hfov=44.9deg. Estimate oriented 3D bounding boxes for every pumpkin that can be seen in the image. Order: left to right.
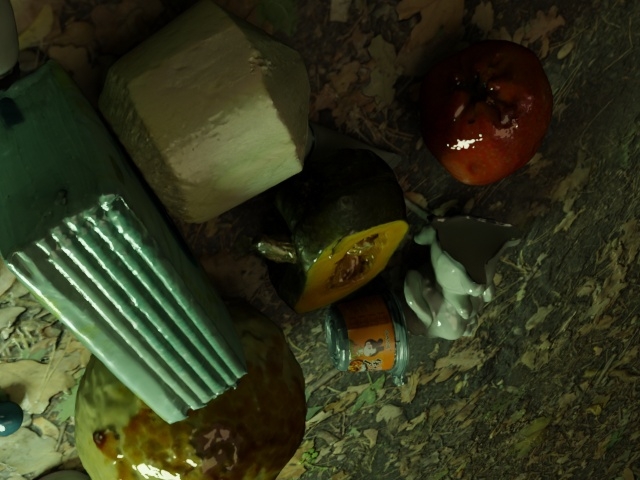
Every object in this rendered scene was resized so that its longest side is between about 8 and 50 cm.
[{"bbox_3d":[0.000,0.000,1.196,0.222,0.139,0.317,-20,161,-24],"label":"pumpkin"}]

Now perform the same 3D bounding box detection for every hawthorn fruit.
[{"bbox_3d":[0.263,-0.184,1.257,0.211,0.211,0.299,-34,150,-7],"label":"hawthorn fruit"}]

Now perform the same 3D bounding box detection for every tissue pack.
[{"bbox_3d":[-0.256,0.015,0.970,0.162,0.287,0.388,-30,139,-5],"label":"tissue pack"}]

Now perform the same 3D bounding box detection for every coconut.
[{"bbox_3d":[-0.125,-0.160,0.954,0.244,0.239,0.239,-35,140,-6],"label":"coconut"}]

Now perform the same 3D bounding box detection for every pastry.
[{"bbox_3d":[-0.196,0.284,1.243,0.389,0.312,0.388,-21,140,-18],"label":"pastry"}]

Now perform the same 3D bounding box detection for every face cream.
[{"bbox_3d":[0.012,-0.118,1.214,0.143,0.089,0.314,-50,145,14],"label":"face cream"}]

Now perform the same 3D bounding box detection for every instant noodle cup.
[{"bbox_3d":[0.081,0.180,1.480,0.126,0.208,0.177,-7,158,-15],"label":"instant noodle cup"}]

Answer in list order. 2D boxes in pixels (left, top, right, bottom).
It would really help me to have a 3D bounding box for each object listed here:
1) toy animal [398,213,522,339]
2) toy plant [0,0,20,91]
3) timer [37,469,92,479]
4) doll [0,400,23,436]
[{"bbox_3d":[0.238,0.077,1.473,0.249,0.174,0.289,-21,141,-59],"label":"toy animal"},{"bbox_3d":[-0.364,-0.307,0.656,0.247,0.247,0.332,-5,125,-34],"label":"toy plant"},{"bbox_3d":[-0.483,0.515,1.424,0.191,0.069,0.208,-40,139,-4],"label":"timer"},{"bbox_3d":[-0.507,0.285,1.212,0.083,0.050,0.076,-18,140,-26],"label":"doll"}]
